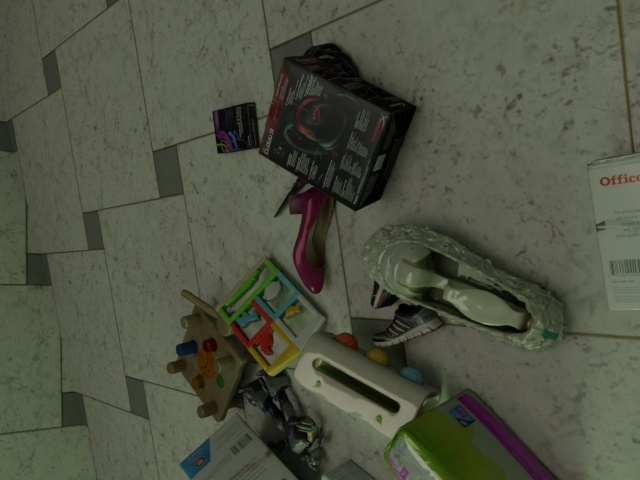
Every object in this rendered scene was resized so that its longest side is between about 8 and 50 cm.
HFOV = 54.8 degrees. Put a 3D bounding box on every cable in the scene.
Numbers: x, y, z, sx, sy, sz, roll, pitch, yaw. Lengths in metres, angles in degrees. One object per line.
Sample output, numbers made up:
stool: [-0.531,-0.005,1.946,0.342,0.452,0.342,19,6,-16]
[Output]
cable: [0.025,-0.328,1.321,0.184,0.047,0.150,49,122,18]

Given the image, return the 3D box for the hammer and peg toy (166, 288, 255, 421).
hammer and peg toy: [-0.305,0.303,1.760,0.266,0.127,0.361,42,124,34]

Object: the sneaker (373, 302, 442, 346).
sneaker: [0.169,0.168,1.260,0.170,0.063,0.074,-31,74,44]

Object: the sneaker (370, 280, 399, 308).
sneaker: [0.139,0.053,1.270,0.077,0.072,0.178,34,110,44]

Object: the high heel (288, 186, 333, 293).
high heel: [0.000,0.000,1.406,0.117,0.082,0.244,-8,89,39]

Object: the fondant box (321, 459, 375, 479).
fondant box: [0.131,0.697,1.396,0.330,0.096,0.238,25,117,41]

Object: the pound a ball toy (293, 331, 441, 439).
pound a ball toy: [0.098,0.282,1.314,0.319,0.208,0.135,25,93,29]

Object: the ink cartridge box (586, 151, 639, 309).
ink cartridge box: [0.477,-0.019,0.857,0.159,0.092,0.217,-6,96,48]

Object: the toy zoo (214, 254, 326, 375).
toy zoo: [-0.115,0.194,1.520,0.192,0.030,0.293,-47,58,2]

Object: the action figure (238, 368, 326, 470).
action figure: [-0.086,0.466,1.581,0.285,0.099,0.185,52,127,22]

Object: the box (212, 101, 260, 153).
box: [-0.221,-0.290,1.605,0.162,0.029,0.116,0,99,46]

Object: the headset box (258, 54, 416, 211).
headset box: [0.014,-0.229,1.254,0.293,0.110,0.218,32,122,22]

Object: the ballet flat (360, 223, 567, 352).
ballet flat: [0.224,0.071,1.081,0.409,0.147,0.147,23,115,32]

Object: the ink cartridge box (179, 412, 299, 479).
ink cartridge box: [-0.186,0.639,1.603,0.270,0.198,0.197,35,155,38]

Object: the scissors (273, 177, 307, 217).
scissors: [-0.044,-0.153,1.453,0.297,0.021,0.109,-31,78,48]

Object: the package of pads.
package of pads: [0.277,0.423,1.073,0.296,0.229,0.101,46,129,30]
